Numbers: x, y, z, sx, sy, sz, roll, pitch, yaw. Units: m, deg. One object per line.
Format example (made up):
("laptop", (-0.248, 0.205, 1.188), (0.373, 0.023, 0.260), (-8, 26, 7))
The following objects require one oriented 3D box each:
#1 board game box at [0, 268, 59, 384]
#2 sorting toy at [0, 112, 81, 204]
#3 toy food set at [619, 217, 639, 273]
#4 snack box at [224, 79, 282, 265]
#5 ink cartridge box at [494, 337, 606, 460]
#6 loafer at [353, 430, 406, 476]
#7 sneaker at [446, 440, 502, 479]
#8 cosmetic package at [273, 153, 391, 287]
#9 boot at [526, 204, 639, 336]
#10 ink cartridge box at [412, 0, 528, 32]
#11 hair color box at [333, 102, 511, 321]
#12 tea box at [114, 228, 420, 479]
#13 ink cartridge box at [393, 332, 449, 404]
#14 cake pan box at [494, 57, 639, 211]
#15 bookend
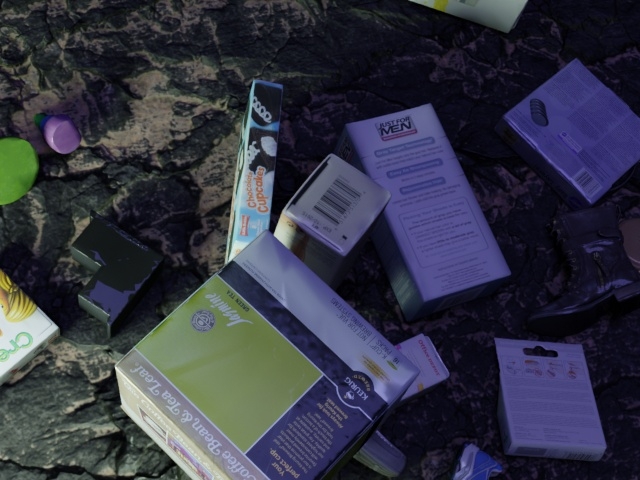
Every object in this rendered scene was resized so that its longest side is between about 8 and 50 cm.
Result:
("board game box", (-0.608, 0.182, 1.680), (0.193, 0.053, 0.305), (43, 64, 8))
("sorting toy", (-0.604, -0.131, 1.816), (0.365, 0.127, 0.126), (-38, 49, -27))
("toy food set", (0.639, 0.015, 2.047), (0.192, 0.038, 0.132), (10, 59, 4))
("snack box", (-0.122, -0.101, 1.842), (0.060, 0.187, 0.322), (8, 64, -9))
("ink cartridge box", (0.408, 0.288, 1.871), (0.181, 0.056, 0.225), (6, 46, -10))
("loafer", (0.031, 0.271, 1.750), (0.319, 0.112, 0.111), (42, 73, 9))
("sneaker", (0.242, 0.445, 1.735), (0.081, 0.080, 0.211), (26, 64, 3))
("cosmetic package", (0.000, 0.000, 1.763), (0.129, 0.296, 0.153), (35, 62, 6))
("boot", (0.487, 0.051, 1.971), (0.263, 0.091, 0.229), (-16, 57, -4))
("ink cartridge box", (0.275, -0.648, 2.192), (0.384, 0.160, 0.279), (17, 63, -4))
("hair color box", (0.185, -0.057, 1.932), (0.185, 0.113, 0.374), (-16, 71, -19))
("tea box", (-0.086, 0.229, 1.575), (0.329, 0.220, 0.323), (43, 66, 12))
("ink cartridge box", (0.144, 0.235, 1.802), (0.143, 0.090, 0.092), (-21, 72, -21))
("cake pan box", (0.531, -0.213, 2.105), (0.246, 0.070, 0.267), (-40, 79, -23))
("bookend", (-0.379, 0.058, 1.777), (0.156, 0.072, 0.157), (32, 64, 4))
